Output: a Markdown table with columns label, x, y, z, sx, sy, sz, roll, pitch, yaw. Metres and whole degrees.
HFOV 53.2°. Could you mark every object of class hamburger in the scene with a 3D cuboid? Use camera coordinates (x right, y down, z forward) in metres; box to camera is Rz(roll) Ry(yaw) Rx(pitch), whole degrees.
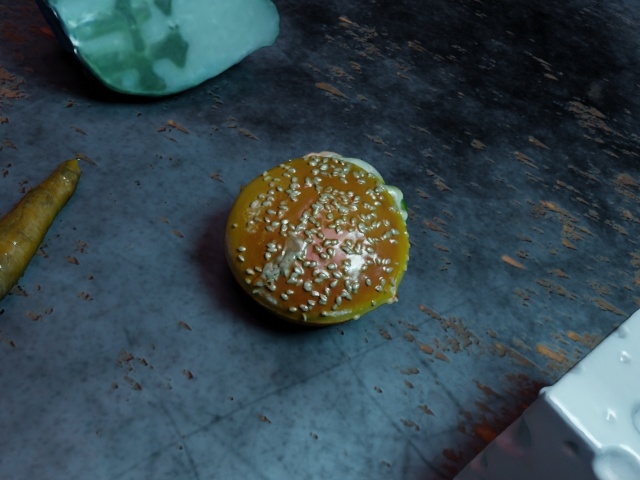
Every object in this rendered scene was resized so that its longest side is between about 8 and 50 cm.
| label | x | y | z | sx | sy | sz | roll | pitch | yaw |
| --- | --- | --- | --- | --- | --- | --- | --- | --- | --- |
| hamburger | -0.004 | -0.001 | 0.761 | 0.236 | 0.147 | 0.237 | 6 | 50 | -7 |

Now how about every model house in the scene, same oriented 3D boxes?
| label | x | y | z | sx | sy | sz | roll | pitch | yaw |
| --- | --- | --- | --- | --- | --- | --- | --- | --- | --- |
| model house | -0.286 | -0.392 | 0.996 | 0.294 | 0.252 | 0.329 | -36 | 41 | -12 |

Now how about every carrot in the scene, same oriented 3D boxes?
| label | x | y | z | sx | sy | sz | roll | pitch | yaw |
| --- | --- | --- | --- | --- | --- | --- | --- | --- | --- |
| carrot | -0.340 | -0.014 | 0.736 | 0.059 | 0.059 | 0.248 | 17 | 44 | -2 |

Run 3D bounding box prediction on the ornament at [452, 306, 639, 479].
| label | x | y | z | sx | sy | sz | roll | pitch | yaw |
| --- | --- | --- | --- | --- | --- | --- | --- | --- | --- |
| ornament | 0.303 | 0.225 | 0.592 | 0.239 | 0.240 | 0.240 | -27 | 62 | -33 |
